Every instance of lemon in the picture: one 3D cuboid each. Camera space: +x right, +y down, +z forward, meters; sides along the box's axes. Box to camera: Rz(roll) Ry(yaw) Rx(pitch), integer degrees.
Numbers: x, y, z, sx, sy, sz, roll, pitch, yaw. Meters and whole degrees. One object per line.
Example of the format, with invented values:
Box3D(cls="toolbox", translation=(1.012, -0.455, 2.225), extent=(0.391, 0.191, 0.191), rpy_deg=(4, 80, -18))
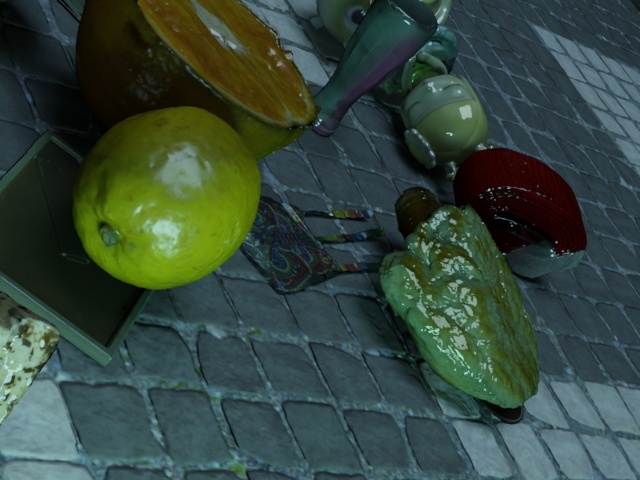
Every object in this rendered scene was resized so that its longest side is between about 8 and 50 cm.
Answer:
Box3D(cls="lemon", translation=(-0.141, -0.041, 1.239), extent=(0.170, 0.170, 0.207), rpy_deg=(43, 28, 2))

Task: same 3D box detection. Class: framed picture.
Box3D(cls="framed picture", translation=(-0.232, -0.001, 1.266), extent=(0.184, 0.016, 0.250), rpy_deg=(37, 28, -9))

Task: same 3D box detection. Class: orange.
Box3D(cls="orange", translation=(-0.130, -0.192, 1.422), extent=(0.274, 0.274, 0.310), rpy_deg=(41, -13, -1))

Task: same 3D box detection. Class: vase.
Box3D(cls="vase", translation=(0.055, -0.227, 1.740), extent=(0.086, 0.214, 0.086), rpy_deg=(29, 32, -21))

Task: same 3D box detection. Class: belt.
Box3D(cls="belt", translation=(0.275, -0.044, 1.856), extent=(0.200, 0.128, 0.124), rpy_deg=(28, 32, -23))

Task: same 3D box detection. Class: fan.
Box3D(cls="fan", translation=(0.206, 0.166, 1.600), extent=(0.085, 0.005, 0.133), rpy_deg=(28, 31, -23))

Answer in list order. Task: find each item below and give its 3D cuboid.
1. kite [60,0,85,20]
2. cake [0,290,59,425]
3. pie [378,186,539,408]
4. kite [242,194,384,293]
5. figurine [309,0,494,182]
Box3D(cls="kite", translation=(-0.230, -0.265, 1.650), extent=(0.229, 0.012, 0.250), rpy_deg=(24, 31, -33))
Box3D(cls="cake", translation=(-0.326, 0.067, 1.025), extent=(0.246, 0.135, 0.112), rpy_deg=(27, 0, 41))
Box3D(cls="pie", translation=(0.176, 0.077, 1.585), extent=(0.257, 0.105, 0.274), rpy_deg=(45, 29, -16))
Box3D(cls="kite", translation=(0.000, 0.000, 1.566), extent=(0.285, 0.015, 0.152), rpy_deg=(0, 52, -50))
Box3D(cls="figurine", translation=(0.148, -0.254, 1.975), extent=(0.394, 0.226, 0.274), rpy_deg=(65, 7, 26))
